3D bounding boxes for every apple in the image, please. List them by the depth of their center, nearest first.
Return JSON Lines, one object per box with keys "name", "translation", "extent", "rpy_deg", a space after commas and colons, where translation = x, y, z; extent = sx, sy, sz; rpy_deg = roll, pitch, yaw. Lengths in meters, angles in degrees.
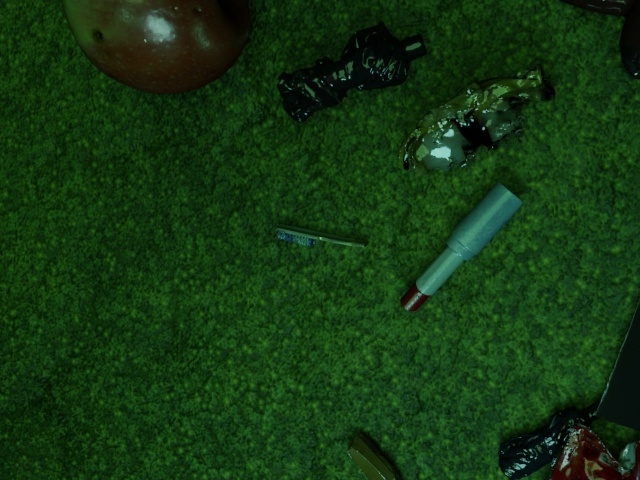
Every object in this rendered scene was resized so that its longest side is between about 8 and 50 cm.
{"name": "apple", "translation": [-0.283, -0.432, 1.487], "extent": [0.277, 0.348, 0.348], "rpy_deg": [-2, 91, 19]}

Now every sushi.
{"name": "sushi", "translation": [0.257, -0.198, 1.432], "extent": [0.291, 0.139, 0.131], "rpy_deg": [-24, 93, 15]}

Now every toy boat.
{"name": "toy boat", "translation": [0.109, 0.415, 1.543], "extent": [0.149, 0.049, 0.047], "rpy_deg": [47, 134, 9]}

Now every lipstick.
{"name": "lipstick", "translation": [0.239, 0.017, 1.477], "extent": [0.061, 0.068, 0.274], "rpy_deg": [42, 102, 5]}

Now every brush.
{"name": "brush", "translation": [0.000, -0.001, 1.570], "extent": [0.179, 0.033, 0.030], "rpy_deg": [11, 101, 17]}

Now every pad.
{"name": "pad", "translation": [0.593, 0.181, 1.382], "extent": [0.202, 0.005, 0.299], "rpy_deg": [17, 98, 2]}

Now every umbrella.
{"name": "umbrella", "translation": [0.408, 0.327, 1.437], "extent": [0.248, 0.071, 0.070], "rpy_deg": [-36, 82, 16]}
{"name": "umbrella", "translation": [0.056, -0.302, 1.508], "extent": [0.273, 0.122, 0.110], "rpy_deg": [-22, 129, 13]}

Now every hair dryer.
{"name": "hair dryer", "translation": [0.489, -0.441, 1.384], "extent": [0.341, 0.123, 0.312], "rpy_deg": [26, 88, 26]}

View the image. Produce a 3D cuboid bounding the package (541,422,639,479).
{"name": "package", "translation": [0.456, 0.437, 1.410], "extent": [0.194, 0.071, 0.269], "rpy_deg": [14, 100, 11]}
